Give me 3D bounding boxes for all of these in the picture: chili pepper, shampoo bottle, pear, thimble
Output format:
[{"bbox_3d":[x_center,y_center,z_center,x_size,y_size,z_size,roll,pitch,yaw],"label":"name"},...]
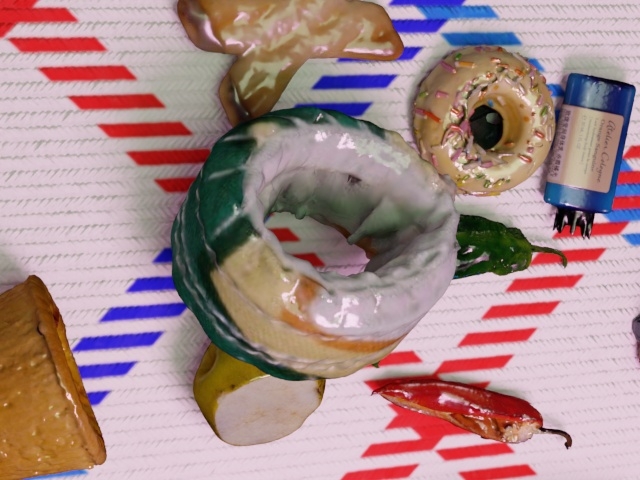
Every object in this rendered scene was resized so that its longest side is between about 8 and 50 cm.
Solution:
[{"bbox_3d":[0.151,0.034,1.780,0.279,0.065,0.122,-23,115,-14],"label":"chili pepper"},{"bbox_3d":[0.176,0.191,1.825,0.268,0.059,0.050,17,54,-20],"label":"chili pepper"},{"bbox_3d":[0.300,-0.093,1.821,0.087,0.050,0.183,9,95,-25],"label":"shampoo bottle"},{"bbox_3d":[-0.067,0.139,1.691,0.141,0.104,0.141,-10,137,-9],"label":"pear"},{"bbox_3d":[0.000,0.000,1.618,0.288,0.167,0.254,-11,66,-32],"label":"thimble"}]

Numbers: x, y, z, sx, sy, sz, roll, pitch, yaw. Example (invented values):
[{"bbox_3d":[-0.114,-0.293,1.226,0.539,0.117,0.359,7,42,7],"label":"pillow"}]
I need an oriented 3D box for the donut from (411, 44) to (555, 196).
[{"bbox_3d":[0.184,-0.129,1.763,0.175,0.068,0.174,-4,101,-20],"label":"donut"}]

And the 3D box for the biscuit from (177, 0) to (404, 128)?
[{"bbox_3d":[-0.031,-0.222,1.677,0.208,0.047,0.164,-29,109,-14],"label":"biscuit"}]

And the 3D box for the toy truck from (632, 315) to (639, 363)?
[{"bbox_3d":[0.425,0.075,1.879,0.092,0.083,0.192,0,97,-21],"label":"toy truck"}]

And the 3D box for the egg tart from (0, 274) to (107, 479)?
[{"bbox_3d":[-0.305,0.145,1.560,0.147,0.202,0.202,-19,105,-8],"label":"egg tart"}]
